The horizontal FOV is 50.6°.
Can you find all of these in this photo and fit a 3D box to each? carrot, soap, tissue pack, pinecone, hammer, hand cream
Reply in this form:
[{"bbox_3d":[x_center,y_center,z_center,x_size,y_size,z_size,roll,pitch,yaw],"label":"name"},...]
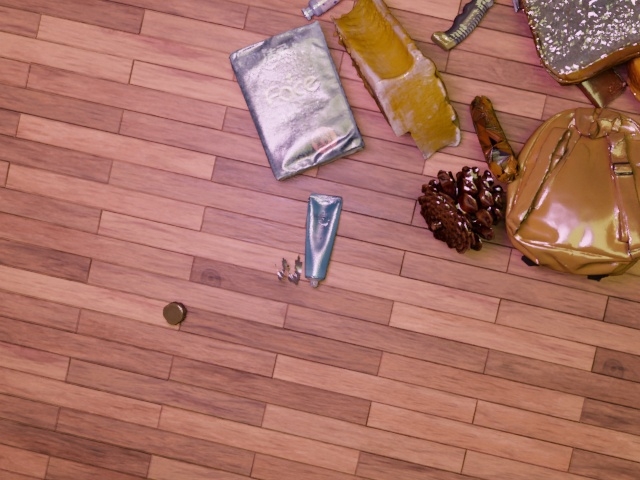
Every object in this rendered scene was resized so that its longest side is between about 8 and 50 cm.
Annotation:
[{"bbox_3d":[0.397,-0.234,1.557,0.068,0.069,0.229,-14,59,2],"label":"carrot"},{"bbox_3d":[0.181,-0.397,1.616,0.169,0.304,0.339,-30,50,8],"label":"soap"},{"bbox_3d":[-0.055,-0.323,1.592,0.227,0.103,0.316,-21,91,0],"label":"tissue pack"},{"bbox_3d":[0.329,-0.080,1.544,0.207,0.208,0.208,0,91,2],"label":"pinecone"},{"bbox_3d":[0.362,-0.545,1.606,0.158,0.041,0.226,42,91,2],"label":"hammer"},{"bbox_3d":[0.000,0.000,1.630,0.083,0.048,0.224,7,86,4],"label":"hand cream"},{"bbox_3d":[0.032,-0.586,1.615,0.170,0.043,0.065,-34,49,1],"label":"hand cream"}]

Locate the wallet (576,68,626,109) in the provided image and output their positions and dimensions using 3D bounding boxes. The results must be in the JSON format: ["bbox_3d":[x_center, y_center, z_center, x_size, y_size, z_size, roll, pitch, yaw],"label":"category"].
[{"bbox_3d":[0.638,-0.402,1.606,0.095,0.026,0.176,-41,90,0],"label":"wallet"}]

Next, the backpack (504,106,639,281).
[{"bbox_3d":[0.599,-0.103,1.521,0.353,0.201,0.378,19,85,15],"label":"backpack"}]

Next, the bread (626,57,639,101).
[{"bbox_3d":[0.771,-0.404,1.536,0.139,0.143,0.229,-10,79,14],"label":"bread"}]

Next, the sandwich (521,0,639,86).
[{"bbox_3d":[0.616,-0.510,1.503,0.301,0.099,0.271,-21,77,26],"label":"sandwich"}]

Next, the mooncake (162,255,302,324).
[{"bbox_3d":[-0.212,0.121,1.629,0.346,0.057,0.151,-4,103,-1],"label":"mooncake"}]
